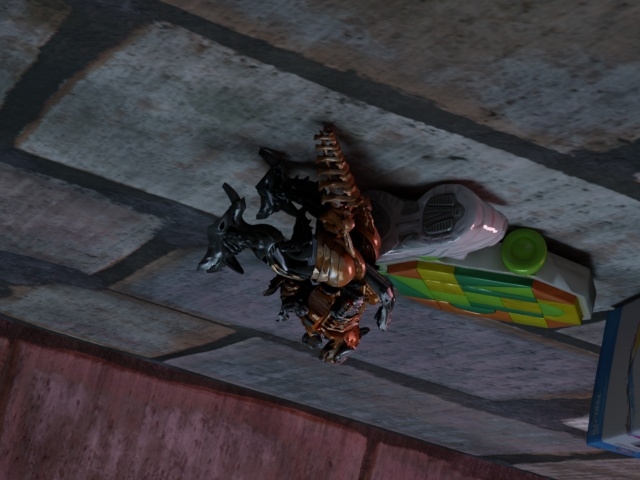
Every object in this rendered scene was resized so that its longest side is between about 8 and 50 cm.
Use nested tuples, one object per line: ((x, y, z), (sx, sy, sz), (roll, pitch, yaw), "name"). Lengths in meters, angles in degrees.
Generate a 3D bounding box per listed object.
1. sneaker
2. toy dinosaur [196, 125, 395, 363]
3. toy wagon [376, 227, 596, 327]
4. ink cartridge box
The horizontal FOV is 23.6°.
((0.124, -0.008, 1.827), (0.115, 0.090, 0.232), (20, 166, -41), "sneaker")
((0.000, 0.000, 1.776), (0.218, 0.321, 0.164), (26, -153, 22), "toy dinosaur")
((0.181, 0.042, 1.992), (0.344, 0.068, 0.267), (8, 164, 17), "toy wagon")
((0.494, 0.181, 1.976), (0.198, 0.197, 0.270), (15, 165, -7), "ink cartridge box")
